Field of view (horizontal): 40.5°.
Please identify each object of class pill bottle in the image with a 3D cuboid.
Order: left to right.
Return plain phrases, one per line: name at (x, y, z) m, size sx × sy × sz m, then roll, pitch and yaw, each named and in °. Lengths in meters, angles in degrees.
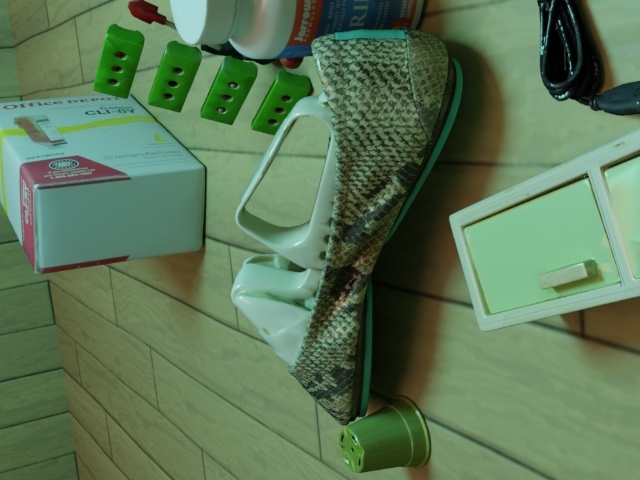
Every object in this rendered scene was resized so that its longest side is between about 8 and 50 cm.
pill bottle at (-0.023, -0.235, 0.817) m, size 0.124 × 0.221 × 0.124 m, roll 31°, pitch 127°, yaw 54°

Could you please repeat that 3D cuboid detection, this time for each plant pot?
plant pot at (0.066, 0.223, 0.966) m, size 0.083 × 0.079 × 0.083 m, roll 32°, pitch 127°, yaw 55°

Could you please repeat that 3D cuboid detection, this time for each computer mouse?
computer mouse at (0.216, -0.179, 0.565) m, size 0.262 × 0.060 × 0.184 m, roll -4°, pitch 95°, yaw 62°

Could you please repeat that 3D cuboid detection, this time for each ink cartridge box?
ink cartridge box at (-0.401, -0.116, 1.498) m, size 0.384 × 0.279 × 0.161 m, roll 42°, pitch 134°, yaw 49°

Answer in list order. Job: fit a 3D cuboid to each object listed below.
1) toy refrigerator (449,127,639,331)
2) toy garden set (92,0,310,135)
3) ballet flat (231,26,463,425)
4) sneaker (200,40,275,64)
toy refrigerator at (0.206, -0.009, 0.608) m, size 0.269 × 0.094 × 0.102 m, roll -27°, pitch 76°, yaw 61°
toy garden set at (-0.127, -0.223, 1.022) m, size 0.204 × 0.244 × 0.049 m, roll 130°, pitch 148°, yaw -56°
ballet flat at (0.000, 0.000, 0.896) m, size 0.164 × 0.181 × 0.483 m, roll -96°, pitch 14°, yaw -51°
sneaker at (-0.140, -0.336, 1.125) m, size 0.267 × 0.106 × 0.101 m, roll 63°, pitch 150°, yaw 31°
